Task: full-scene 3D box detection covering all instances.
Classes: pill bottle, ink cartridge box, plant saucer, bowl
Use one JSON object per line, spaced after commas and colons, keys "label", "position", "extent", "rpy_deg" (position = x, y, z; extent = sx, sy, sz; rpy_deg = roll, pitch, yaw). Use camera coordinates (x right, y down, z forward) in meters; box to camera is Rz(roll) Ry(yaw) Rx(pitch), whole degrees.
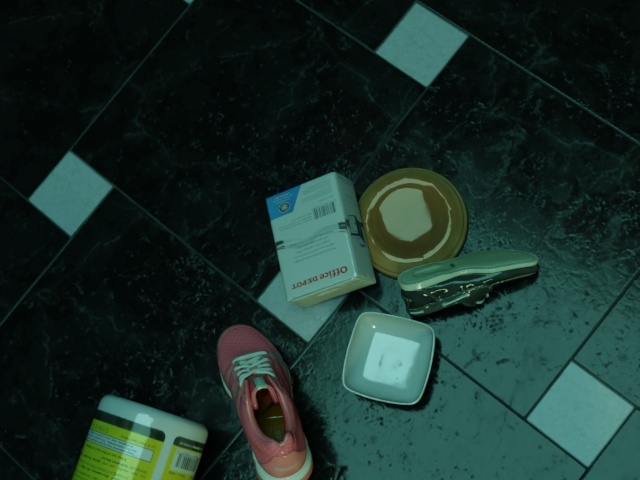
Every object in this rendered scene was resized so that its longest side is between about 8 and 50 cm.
{"label": "pill bottle", "position": [-0.319, 0.432, 1.738], "extent": [0.187, 0.188, 0.334], "rpy_deg": [15, 78, 16]}
{"label": "ink cartridge box", "position": [0.000, 0.000, 1.828], "extent": [0.139, 0.082, 0.191], "rpy_deg": [-20, 72, 24]}
{"label": "plant saucer", "position": [0.151, -0.033, 1.842], "extent": [0.199, 0.037, 0.200], "rpy_deg": [-4, 73, 12]}
{"label": "bowl", "position": [0.116, 0.198, 1.777], "extent": [0.141, 0.053, 0.142], "rpy_deg": [12, 77, 16]}

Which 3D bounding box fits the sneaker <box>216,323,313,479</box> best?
{"label": "sneaker", "position": [-0.089, 0.240, 1.735], "extent": [0.115, 0.136, 0.314], "rpy_deg": [-19, 52, -10]}

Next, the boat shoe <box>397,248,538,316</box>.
{"label": "boat shoe", "position": [0.247, 0.068, 1.784], "extent": [0.233, 0.084, 0.079], "rpy_deg": [-14, 110, 2]}

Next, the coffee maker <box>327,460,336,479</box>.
{"label": "coffee maker", "position": [-0.074, 0.439, 1.733], "extent": [0.178, 0.120, 0.171], "rpy_deg": [7, 49, 13]}
